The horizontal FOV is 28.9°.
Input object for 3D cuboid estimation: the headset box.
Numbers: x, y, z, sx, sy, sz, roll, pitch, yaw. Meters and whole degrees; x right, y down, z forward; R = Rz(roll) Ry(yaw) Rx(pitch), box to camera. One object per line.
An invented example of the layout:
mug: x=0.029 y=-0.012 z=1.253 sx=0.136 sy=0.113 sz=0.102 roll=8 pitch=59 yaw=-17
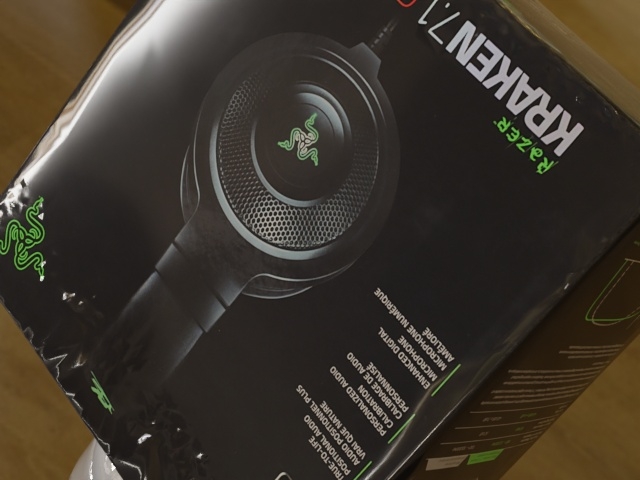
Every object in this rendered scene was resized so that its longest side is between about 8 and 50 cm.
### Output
headset box: x=0.000 y=0.000 z=0.568 sx=0.246 sy=0.283 sz=0.131 roll=50 pitch=22 yaw=26

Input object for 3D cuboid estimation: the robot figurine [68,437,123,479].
robot figurine: x=-0.139 y=0.246 z=1.230 sx=0.200 sy=0.353 sz=0.300 roll=12 pitch=65 yaw=-15
